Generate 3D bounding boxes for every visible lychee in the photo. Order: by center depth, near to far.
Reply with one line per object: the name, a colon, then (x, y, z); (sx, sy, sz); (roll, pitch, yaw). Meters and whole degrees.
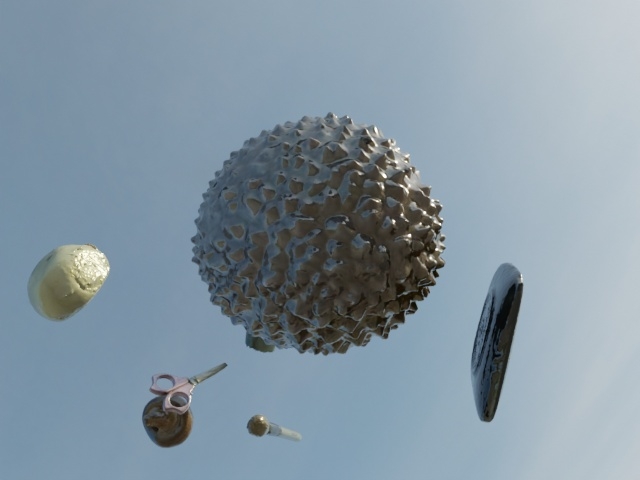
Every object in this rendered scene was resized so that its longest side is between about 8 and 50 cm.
lychee: (0.000, 0.000, 0.890); (0.380, 0.432, 0.381); (-8, -70, -24)

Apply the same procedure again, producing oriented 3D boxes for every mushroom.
mushroom: (-0.355, 0.417, 1.331); (0.109, 0.126, 0.085); (-14, -30, -32)

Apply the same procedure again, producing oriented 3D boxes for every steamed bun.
steamed bun: (-0.397, 0.061, 0.891); (0.112, 0.130, 0.091); (-33, -66, 28)

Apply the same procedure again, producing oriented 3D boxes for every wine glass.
wine glass: (-0.160, 0.104, 1.535); (0.096, 0.264, 0.310); (8, -78, -35)

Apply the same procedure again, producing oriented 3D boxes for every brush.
brush: (-0.091, 0.407, 1.222); (0.042, 0.039, 0.299); (-58, -25, -13)

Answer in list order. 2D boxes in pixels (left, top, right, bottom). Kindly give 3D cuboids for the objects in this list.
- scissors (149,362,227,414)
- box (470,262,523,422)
scissors: (-0.290, 0.322, 1.315); (0.212, 0.110, 0.021); (-16, -36, -55)
box: (0.254, 0.139, 0.838); (0.042, 0.201, 0.213); (13, -84, 11)
